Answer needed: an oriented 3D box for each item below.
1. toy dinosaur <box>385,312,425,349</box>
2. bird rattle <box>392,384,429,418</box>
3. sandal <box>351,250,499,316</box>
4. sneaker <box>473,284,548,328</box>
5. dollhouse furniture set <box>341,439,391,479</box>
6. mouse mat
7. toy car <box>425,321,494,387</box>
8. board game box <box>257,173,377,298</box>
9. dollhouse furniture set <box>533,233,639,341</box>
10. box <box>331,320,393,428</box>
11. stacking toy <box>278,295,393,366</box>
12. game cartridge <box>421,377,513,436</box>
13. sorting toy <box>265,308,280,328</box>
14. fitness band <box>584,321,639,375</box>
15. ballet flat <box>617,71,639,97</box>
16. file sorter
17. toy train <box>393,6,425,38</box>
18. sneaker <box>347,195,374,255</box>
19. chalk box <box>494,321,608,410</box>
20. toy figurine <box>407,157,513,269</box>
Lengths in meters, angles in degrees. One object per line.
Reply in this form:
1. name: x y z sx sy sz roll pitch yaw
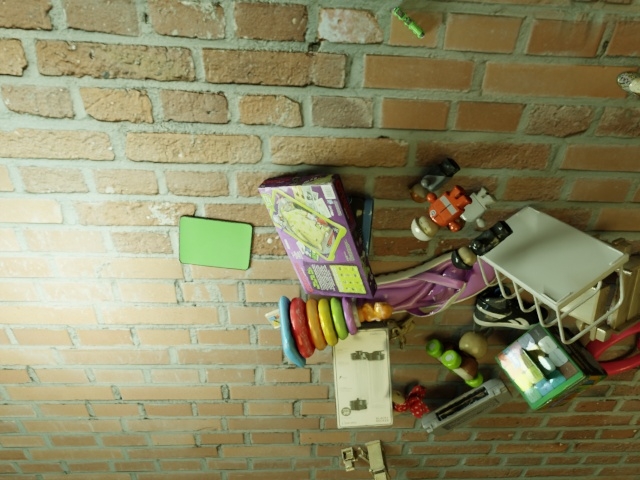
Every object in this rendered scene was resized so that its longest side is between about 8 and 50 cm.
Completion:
1. toy dinosaur: 0.246 0.259 1.347 0.092 0.053 0.183 -2 134 -18
2. bird rattle: 0.226 0.533 1.505 0.253 0.143 0.207 20 133 -30
3. sandal: 0.295 0.147 1.236 0.415 0.102 0.169 -17 123 8
4. sneaker: 0.557 0.186 1.288 0.216 0.079 0.121 -2 124 -1
5. dollhouse furniture set: 0.170 0.861 1.652 0.160 0.182 0.101 -19 122 9
6. mouse mat: -0.275 0.009 1.176 0.189 0.007 0.153 6 123 -8
7. toy car: 0.447 0.318 1.367 0.155 0.149 0.188 40 85 -29
8. board game box: 0.000 0.000 1.109 0.208 0.056 0.347 -2 127 27
9. dollhouse furniture set: 0.794 0.087 1.260 0.355 0.173 0.304 -15 115 -27
10. box: 0.120 0.389 1.321 0.169 0.087 0.290 -5 94 0
11. stacking toy: 0.047 0.211 1.207 0.301 0.166 0.175 -15 143 6
12. game cartridge: 0.494 0.563 1.504 0.294 0.060 0.196 -33 138 11
13. sorting toy: -0.113 0.227 1.323 0.083 0.012 0.062 -23 121 12
14. fitness band: 0.922 0.338 1.389 0.208 0.054 0.291 -20 138 10
15. ballet flat: 0.702 -0.331 0.978 0.114 0.041 0.041 22 120 -16
16. file sorter: 0.540 0.080 1.076 0.192 0.278 0.173 -34 124 -4
17. toy train: 0.179 -0.433 0.895 0.083 0.024 0.017 33 116 -21
18. sneaker: 0.082 -0.011 1.144 0.090 0.081 0.232 8 124 9
19. chalk box: 0.648 0.361 1.289 0.288 0.180 0.179 15 125 -41
20. toy figurine: 0.309 -0.060 1.038 0.213 0.210 0.148 31 124 -22
